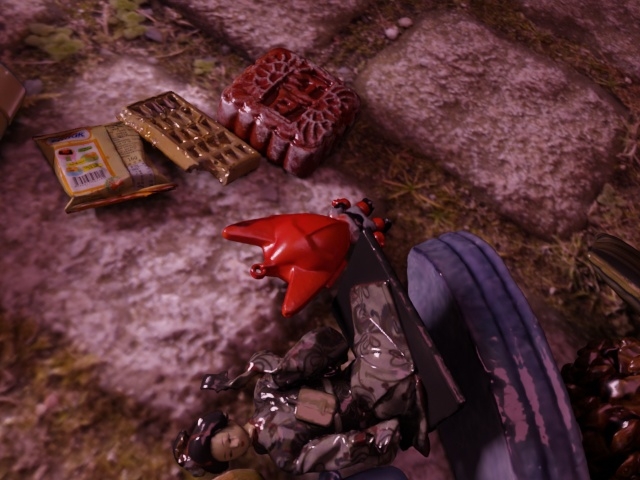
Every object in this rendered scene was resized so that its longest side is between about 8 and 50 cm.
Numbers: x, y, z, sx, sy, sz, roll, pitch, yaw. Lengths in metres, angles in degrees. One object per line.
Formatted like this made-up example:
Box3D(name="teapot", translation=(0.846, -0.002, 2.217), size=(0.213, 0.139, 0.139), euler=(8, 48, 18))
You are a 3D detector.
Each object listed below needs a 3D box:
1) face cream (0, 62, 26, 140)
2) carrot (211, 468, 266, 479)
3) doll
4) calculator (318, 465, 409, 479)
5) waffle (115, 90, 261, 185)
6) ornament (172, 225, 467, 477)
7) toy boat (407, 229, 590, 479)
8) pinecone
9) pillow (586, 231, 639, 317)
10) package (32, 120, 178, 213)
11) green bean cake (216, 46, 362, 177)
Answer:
Box3D(name="face cream", translation=(-0.364, -0.075, 0.525), size=(0.140, 0.067, 0.284), euler=(15, 52, -13))
Box3D(name="carrot", translation=(-0.108, 0.230, 0.408), size=(0.194, 0.087, 0.087), euler=(-27, 69, -19))
Box3D(name="doll", translation=(0.000, 0.000, 0.611), size=(0.169, 0.057, 0.109), euler=(-28, 67, -30))
Box3D(name="calculator", translation=(0.051, 0.269, 0.458), size=(0.121, 0.039, 0.210), euler=(-16, 63, -28))
Box3D(name="waffle", translation=(-0.136, -0.108, 0.649), size=(0.135, 0.021, 0.092), euler=(36, 35, 9))
Box3D(name="ornament", translation=(-0.021, 0.123, 0.480), size=(0.196, 0.153, 0.166), euler=(-20, 64, -18))
Box3D(name="toy boat", translation=(0.146, 0.113, 0.541), size=(0.078, 0.127, 0.282), euler=(-6, 60, -15))
Box3D(name="pinecone", translation=(0.283, 0.160, 0.544), size=(0.174, 0.173, 0.173), euler=(9, 55, -13))
Box3D(name="pillow", translation=(0.366, 0.072, 0.644), size=(0.208, 0.052, 0.212), euler=(44, 23, 15))
Box3D(name="package", translation=(-0.214, -0.078, 0.610), size=(0.108, 0.031, 0.120), euler=(-18, 57, -29))
Box3D(name="green bean cake", translation=(-0.032, -0.152, 0.705), size=(0.136, 0.056, 0.135), euler=(34, 52, 6))
